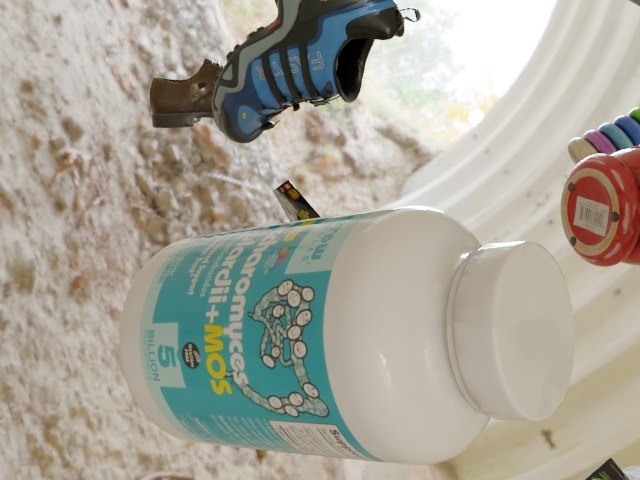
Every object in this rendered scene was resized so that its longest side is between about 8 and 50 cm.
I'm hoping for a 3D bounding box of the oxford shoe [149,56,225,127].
[{"bbox_3d":[-0.139,-0.222,1.168,0.083,0.227,0.096,-116,-159,-74],"label":"oxford shoe"}]

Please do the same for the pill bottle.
[{"bbox_3d":[0.010,0.057,0.485,0.146,0.264,0.146,11,76,-49],"label":"pill bottle"}]

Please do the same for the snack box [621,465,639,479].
[{"bbox_3d":[0.495,0.309,0.972,0.187,0.322,0.060,2,74,-45],"label":"snack box"}]

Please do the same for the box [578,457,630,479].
[{"bbox_3d":[0.283,0.279,0.836,0.052,0.083,0.062,52,-32,21],"label":"box"}]

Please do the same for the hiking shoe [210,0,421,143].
[{"bbox_3d":[-0.024,-0.190,0.906,0.132,0.113,0.304,51,-43,7],"label":"hiking shoe"}]

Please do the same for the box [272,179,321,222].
[{"bbox_3d":[0.000,0.000,0.936,0.137,0.027,0.094,50,-8,39],"label":"box"}]

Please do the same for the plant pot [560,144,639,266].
[{"bbox_3d":[0.476,-0.053,1.202,0.191,0.174,0.191,177,-90,-70],"label":"plant pot"}]

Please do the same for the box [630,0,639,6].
[{"bbox_3d":[0.773,-0.566,1.763,0.126,0.137,0.072,-123,-166,-44],"label":"box"}]

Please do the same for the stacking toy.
[{"bbox_3d":[0.700,-0.234,1.683,0.141,0.330,0.141,57,6,-9],"label":"stacking toy"}]
